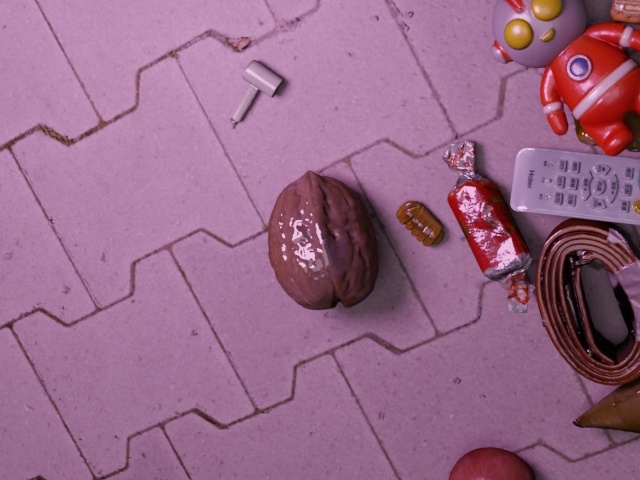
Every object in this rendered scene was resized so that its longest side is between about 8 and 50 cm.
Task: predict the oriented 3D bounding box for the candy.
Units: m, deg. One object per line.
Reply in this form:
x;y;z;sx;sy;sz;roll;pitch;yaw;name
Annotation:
0.266;-0.021;1.872;0.086;0.059;0.292;-29;80;23;candy

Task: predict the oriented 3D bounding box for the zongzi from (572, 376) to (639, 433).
0.560;0.296;1.868;0.228;0.115;0.256;45;118;-6;zongzi

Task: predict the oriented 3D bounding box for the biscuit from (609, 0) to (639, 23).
0.487;-0.500;1.709;0.094;0.054;0.378;8;106;14;biscuit

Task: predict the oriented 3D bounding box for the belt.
0.435;0.092;1.847;0.184;0.105;0.261;-12;99;18;belt

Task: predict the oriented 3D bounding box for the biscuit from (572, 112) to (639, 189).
0.480;-0.137;1.783;0.174;0.039;0.183;-12;75;15;biscuit

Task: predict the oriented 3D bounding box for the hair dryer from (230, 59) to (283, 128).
-0.115;-0.231;1.955;0.063;0.038;0.124;35;116;4;hair dryer

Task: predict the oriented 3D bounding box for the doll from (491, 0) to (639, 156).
0.365;-0.285;1.758;0.200;0.105;0.336;-44;79;26;doll

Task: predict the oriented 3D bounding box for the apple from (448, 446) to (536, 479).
0.284;0.423;1.964;0.153;0.120;0.153;4;106;14;apple

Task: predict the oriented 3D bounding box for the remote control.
0.444;-0.077;1.828;0.293;0.051;0.103;7;82;13;remote control

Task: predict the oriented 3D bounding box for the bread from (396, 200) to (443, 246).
0.162;-0.026;1.930;0.088;0.034;0.049;48;116;-1;bread

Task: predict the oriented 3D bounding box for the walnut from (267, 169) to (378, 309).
0.001;0.000;1.916;0.178;0.178;0.230;-11;89;18;walnut
